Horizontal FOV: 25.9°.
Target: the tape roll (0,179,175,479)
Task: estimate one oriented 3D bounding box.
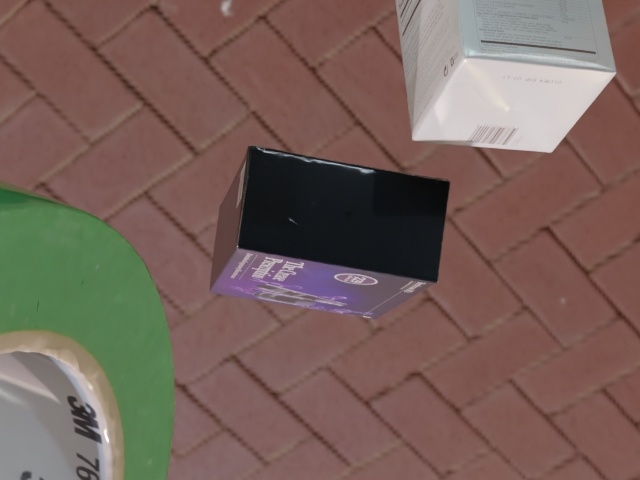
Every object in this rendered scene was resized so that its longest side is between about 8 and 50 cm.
[{"bbox_3d":[-0.160,0.130,0.460,0.077,0.321,0.321,19,127,19],"label":"tape roll"}]

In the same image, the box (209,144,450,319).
[{"bbox_3d":[0.000,0.000,1.330,0.184,0.103,0.261,7,168,-8],"label":"box"}]

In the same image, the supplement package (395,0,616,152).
[{"bbox_3d":[0.150,-0.217,1.211,0.139,0.244,0.134,4,152,-16],"label":"supplement package"}]
